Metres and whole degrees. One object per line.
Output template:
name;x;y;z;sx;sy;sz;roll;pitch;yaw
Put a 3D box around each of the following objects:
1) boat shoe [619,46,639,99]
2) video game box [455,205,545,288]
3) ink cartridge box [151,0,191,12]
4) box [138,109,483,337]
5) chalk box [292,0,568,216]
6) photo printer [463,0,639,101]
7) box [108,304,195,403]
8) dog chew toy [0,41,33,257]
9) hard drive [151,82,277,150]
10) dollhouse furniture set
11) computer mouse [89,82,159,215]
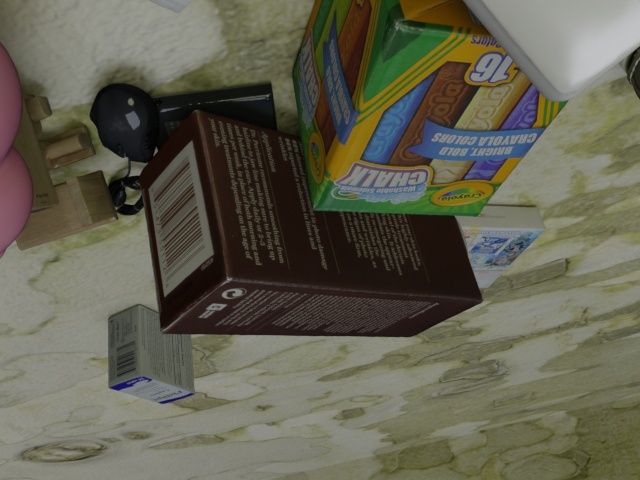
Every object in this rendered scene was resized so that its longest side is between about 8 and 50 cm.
boat shoe;0.456;-0.226;0.675;0.305;0.091;0.109;-28;145;28
video game box;0.206;0.013;1.055;0.205;0.048;0.187;1;150;-18
ink cartridge box;-0.127;-0.259;0.527;0.145;0.045;0.179;15;160;-36
box;0.000;0.000;0.790;0.381;0.191;0.143;8;148;-39
chalk box;0.082;-0.138;0.633;0.179;0.180;0.289;2;147;-18
photo printer;0.135;-0.269;0.367;0.256;0.107;0.307;-38;101;27
box;-0.280;0.192;1.142;0.072;0.126;0.137;-23;147;20
dog chew toy;-0.310;-0.113;0.480;0.206;0.207;0.332;-10;129;1
hard drive;-0.115;-0.126;0.752;0.135;0.022;0.094;-7;149;-3
dollhouse furniture set;-0.312;-0.063;0.685;0.123;0.144;0.151;-16;-175;12
computer mouse;-0.216;-0.084;0.754;0.071;0.041;0.242;15;150;-7
